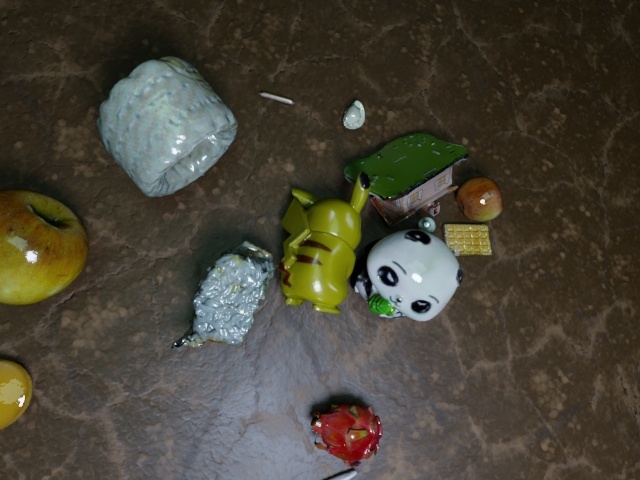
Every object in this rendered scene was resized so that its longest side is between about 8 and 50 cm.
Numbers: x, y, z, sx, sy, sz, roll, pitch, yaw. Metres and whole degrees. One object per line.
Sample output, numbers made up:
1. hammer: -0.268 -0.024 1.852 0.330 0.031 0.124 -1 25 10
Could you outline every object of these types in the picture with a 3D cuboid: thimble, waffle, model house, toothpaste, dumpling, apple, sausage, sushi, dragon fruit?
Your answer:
1. thimble: -0.331 -0.250 0.952 0.291 0.291 0.195 -40 94 -15
2. waffle: 0.399 -0.001 1.155 0.135 0.021 0.092 -1 79 -10
3. model house: 0.224 -0.148 1.115 0.294 0.153 0.207 -30 42 -22
4. toothpaste: 0.260 -0.031 1.038 0.038 0.233 0.060 -30 81 11
5. dumpling: 0.095 -0.340 1.165 0.060 0.043 0.077 28 58 -20
6. apple: -0.616 0.017 0.877 0.207 0.237 0.237 -42 88 12
7. sausage: -0.118 -0.388 1.150 0.100 0.015 0.015 13 76 -7
8. sushi: -0.200 0.133 0.939 0.140 0.184 0.274 23 78 -2
9. apple: 0.424 -0.109 1.131 0.102 0.126 0.126 -22 83 3
10. dragon fruit: 0.062 0.430 0.951 0.166 0.133 0.136 19 83 -7

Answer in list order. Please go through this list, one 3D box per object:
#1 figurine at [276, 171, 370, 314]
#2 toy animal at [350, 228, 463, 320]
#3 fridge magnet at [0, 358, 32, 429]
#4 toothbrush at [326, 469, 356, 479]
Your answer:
1. figurine: -0.002 0.007 1.014 0.218 0.169 0.326 5 64 34
2. toy animal: 0.189 0.087 0.979 0.213 0.267 0.212 1 83 -10
3. fridge magnet: -0.677 0.321 0.881 0.143 0.063 0.142 2 76 -9
4. toothbrush: -0.058 0.590 0.952 0.307 0.025 0.029 -18 90 -12
